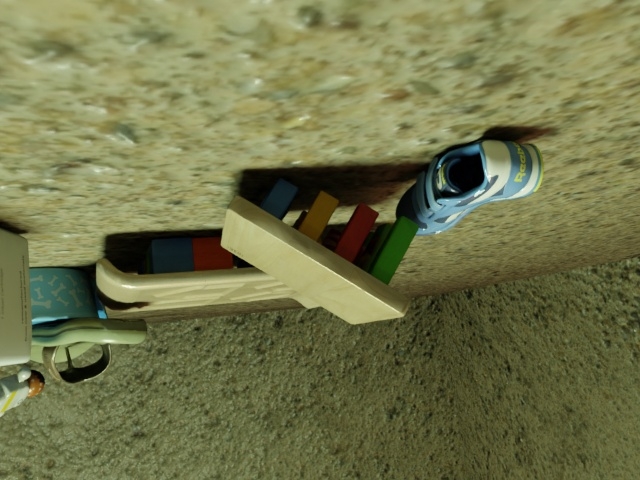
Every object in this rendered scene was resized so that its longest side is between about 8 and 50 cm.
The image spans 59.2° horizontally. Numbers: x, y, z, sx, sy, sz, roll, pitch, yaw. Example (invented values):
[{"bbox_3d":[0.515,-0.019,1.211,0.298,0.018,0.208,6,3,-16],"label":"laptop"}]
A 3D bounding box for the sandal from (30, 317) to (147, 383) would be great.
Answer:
[{"bbox_3d":[-0.352,0.163,0.813,0.120,0.087,0.302,2,168,-41],"label":"sandal"}]

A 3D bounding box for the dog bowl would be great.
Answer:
[{"bbox_3d":[-0.417,0.096,0.857,0.165,0.074,0.297,-4,171,-15],"label":"dog bowl"}]

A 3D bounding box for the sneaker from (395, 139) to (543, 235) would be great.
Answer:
[{"bbox_3d":[0.104,-0.044,0.458,0.059,0.053,0.144,2,160,-35],"label":"sneaker"}]

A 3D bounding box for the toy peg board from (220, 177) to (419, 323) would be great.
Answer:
[{"bbox_3d":[0.000,0.000,0.516,0.160,0.079,0.161,32,164,-5],"label":"toy peg board"}]

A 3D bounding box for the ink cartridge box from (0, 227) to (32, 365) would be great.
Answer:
[{"bbox_3d":[-0.375,0.041,0.386,0.225,0.131,0.306,-5,172,-5],"label":"ink cartridge box"}]

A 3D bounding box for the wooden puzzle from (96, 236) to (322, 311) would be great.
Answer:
[{"bbox_3d":[-0.127,0.048,0.788,0.347,0.081,0.322,2,168,-21],"label":"wooden puzzle"}]

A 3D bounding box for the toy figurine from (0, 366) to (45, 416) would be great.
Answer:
[{"bbox_3d":[-0.606,0.209,0.999,0.209,0.213,0.148,-11,179,10],"label":"toy figurine"}]
